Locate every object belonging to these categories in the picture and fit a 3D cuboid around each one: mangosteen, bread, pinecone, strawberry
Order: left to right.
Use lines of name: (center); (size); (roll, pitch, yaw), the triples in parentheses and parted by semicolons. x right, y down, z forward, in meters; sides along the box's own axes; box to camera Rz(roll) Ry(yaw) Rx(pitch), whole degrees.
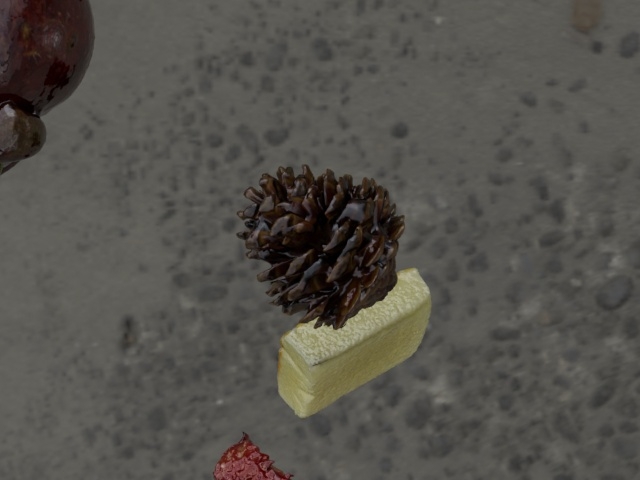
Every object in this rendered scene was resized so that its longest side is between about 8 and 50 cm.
mangosteen: (-0.304, -0.145, 1.211); (0.215, 0.215, 0.257); (3, 86, 36)
strawberry: (-0.063, 0.298, 1.698); (0.145, 0.145, 0.086); (32, 70, 29)
pinecone: (0.000, 0.000, 1.368); (0.173, 0.173, 0.173); (5, 98, 35)
bread: (0.038, 0.117, 1.656); (0.068, 0.188, 0.125); (49, 151, 24)
